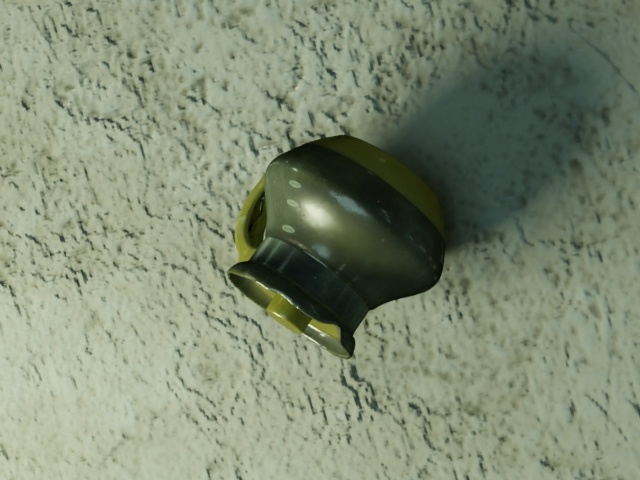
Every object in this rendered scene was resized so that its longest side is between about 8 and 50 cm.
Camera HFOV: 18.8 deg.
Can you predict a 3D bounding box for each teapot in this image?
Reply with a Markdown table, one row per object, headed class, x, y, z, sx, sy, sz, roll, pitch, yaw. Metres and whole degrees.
| class | x | y | z | sx | sy | sz | roll | pitch | yaw |
| --- | --- | --- | --- | --- | --- | --- | --- | --- | --- |
| teapot | 0.000 | 0.000 | 1.231 | 0.166 | 0.130 | 0.119 | 21 | 72 | 52 |
